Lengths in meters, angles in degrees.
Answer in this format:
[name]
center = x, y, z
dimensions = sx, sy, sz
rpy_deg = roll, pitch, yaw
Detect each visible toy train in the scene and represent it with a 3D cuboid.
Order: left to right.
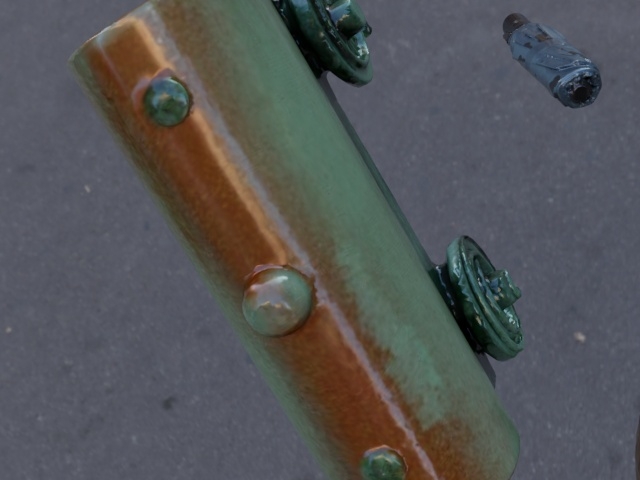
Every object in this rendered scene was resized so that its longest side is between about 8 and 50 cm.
[toy train]
center = 0.000, 0.000, 0.442
dimensions = 0.116, 0.285, 0.177
rpy_deg = -26, 11, 19

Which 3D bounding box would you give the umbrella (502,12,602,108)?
[umbrella]
center = 0.247, -0.207, 1.099
dimensions = 0.052, 0.053, 0.250
rpy_deg = 21, 24, -16

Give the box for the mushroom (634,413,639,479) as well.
[mushroom]
center = 0.434, 0.161, 0.776
dimensions = 0.331, 0.356, 0.334
rpy_deg = -30, 85, -14
